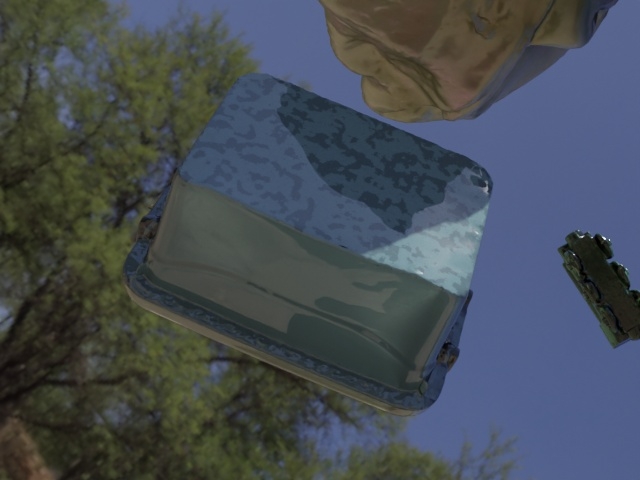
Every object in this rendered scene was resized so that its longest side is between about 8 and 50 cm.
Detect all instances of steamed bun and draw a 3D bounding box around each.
[{"bbox_3d":[0.144,-0.223,0.718,0.207,0.268,0.280,25,-14,28],"label":"steamed bun"}]

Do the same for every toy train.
[{"bbox_3d":[0.391,0.066,1.304,0.170,0.071,0.111,61,1,17],"label":"toy train"}]

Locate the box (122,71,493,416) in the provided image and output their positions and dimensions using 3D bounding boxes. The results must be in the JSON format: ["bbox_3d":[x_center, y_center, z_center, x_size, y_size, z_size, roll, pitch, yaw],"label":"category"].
[{"bbox_3d":[0.000,0.000,0.623,0.227,0.162,0.130,24,-46,0],"label":"box"}]

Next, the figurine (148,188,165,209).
[{"bbox_3d":[-0.077,0.009,1.156,0.263,0.142,0.189,42,-15,-12],"label":"figurine"}]
